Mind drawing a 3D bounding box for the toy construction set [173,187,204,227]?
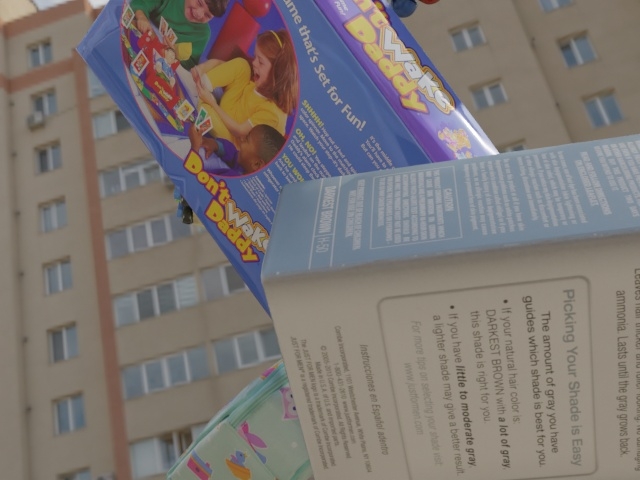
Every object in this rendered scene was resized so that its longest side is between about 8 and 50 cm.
[{"bbox_3d":[-0.179,-0.136,1.442,0.151,0.215,0.328,7,-16,10],"label":"toy construction set"}]

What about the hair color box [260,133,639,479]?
[{"bbox_3d":[0.170,0.046,0.533,0.374,0.114,0.185,-7,-59,10],"label":"hair color box"}]

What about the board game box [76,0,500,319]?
[{"bbox_3d":[-0.024,-0.093,0.719,0.233,0.347,0.078,-38,-3,43],"label":"board game box"}]

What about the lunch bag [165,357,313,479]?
[{"bbox_3d":[-0.030,0.190,0.941,0.224,0.108,0.279,-34,-10,-42],"label":"lunch bag"}]

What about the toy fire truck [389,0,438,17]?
[{"bbox_3d":[0.143,-0.528,1.548,0.302,0.169,0.254,19,-67,-27],"label":"toy fire truck"}]
